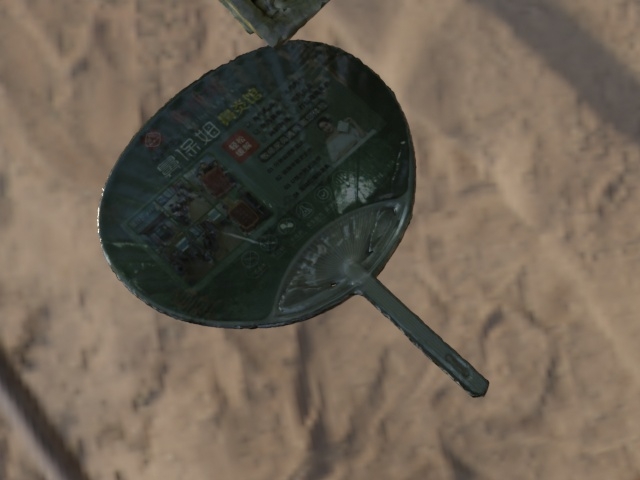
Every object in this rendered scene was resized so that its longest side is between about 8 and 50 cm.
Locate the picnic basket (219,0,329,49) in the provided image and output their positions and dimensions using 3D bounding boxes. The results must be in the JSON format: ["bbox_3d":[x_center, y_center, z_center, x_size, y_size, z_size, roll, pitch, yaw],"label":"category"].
[{"bbox_3d":[-0.046,-0.207,0.918,0.134,0.154,0.196,-43,101,4],"label":"picnic basket"}]

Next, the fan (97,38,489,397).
[{"bbox_3d":[-0.034,0.000,1.289,0.012,0.223,0.294,74,180,-64],"label":"fan"}]
